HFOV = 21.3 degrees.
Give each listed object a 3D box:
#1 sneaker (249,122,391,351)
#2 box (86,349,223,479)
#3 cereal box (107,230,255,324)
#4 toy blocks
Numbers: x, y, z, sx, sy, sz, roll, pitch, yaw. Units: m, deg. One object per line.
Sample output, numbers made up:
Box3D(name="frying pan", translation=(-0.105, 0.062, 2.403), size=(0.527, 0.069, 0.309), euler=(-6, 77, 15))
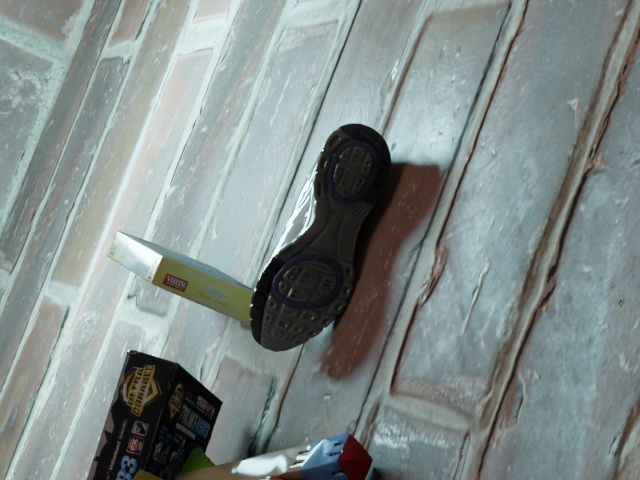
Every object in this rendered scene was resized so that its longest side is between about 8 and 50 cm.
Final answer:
Box3D(name="sneaker", translation=(0.000, 0.000, 2.094), size=(0.297, 0.111, 0.129), euler=(-63, 7, -1))
Box3D(name="box", translation=(-0.214, 0.300, 2.043), size=(0.295, 0.073, 0.293), euler=(65, -140, -75))
Box3D(name="cereal box", translation=(-0.180, 0.051, 2.315), size=(0.047, 0.173, 0.240), euler=(-67, 22, 0))
Box3D(name="toy blocks", translation=(-0.080, 0.348, 1.786), size=(0.261, 0.190, 0.381), euler=(-17, 25, 31))
